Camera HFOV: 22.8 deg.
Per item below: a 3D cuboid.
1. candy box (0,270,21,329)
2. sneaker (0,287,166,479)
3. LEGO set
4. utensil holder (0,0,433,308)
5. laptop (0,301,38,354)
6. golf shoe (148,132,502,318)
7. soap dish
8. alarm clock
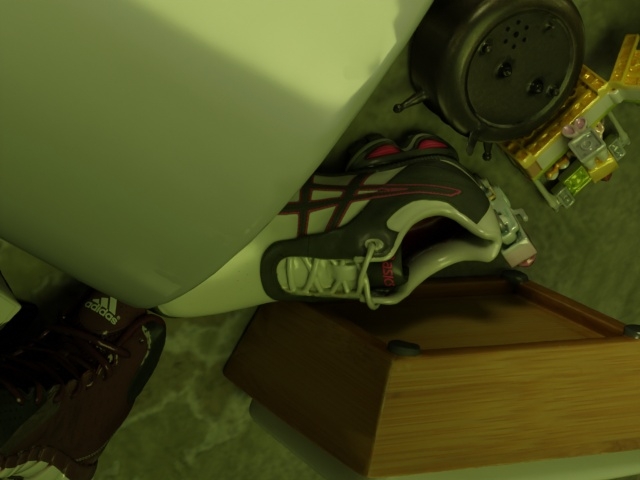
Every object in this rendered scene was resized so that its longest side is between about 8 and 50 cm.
[{"bbox_3d":[-0.278,-0.034,0.900,0.071,0.233,0.159,-46,130,3],"label":"candy box"},{"bbox_3d":[-0.194,0.079,1.083,0.162,0.106,0.281,-54,163,-4],"label":"sneaker"},{"bbox_3d":[0.255,-0.080,1.245,0.287,0.132,0.107,-26,139,16],"label":"LEGO set"},{"bbox_3d":[-0.159,-0.193,0.622,0.385,0.327,0.328,33,101,-18],"label":"utensil holder"},{"bbox_3d":[-0.368,0.091,1.076,0.234,0.136,0.264,-54,155,11],"label":"laptop"},{"bbox_3d":[0.000,0.000,1.160,0.273,0.120,0.105,-20,129,-16],"label":"golf shoe"},{"bbox_3d":[0.104,0.105,1.226,0.290,0.229,0.118,-1,105,-29],"label":"soap dish"},{"bbox_3d":[0.146,-0.154,1.182,0.129,0.064,0.192,23,102,-37],"label":"alarm clock"}]
